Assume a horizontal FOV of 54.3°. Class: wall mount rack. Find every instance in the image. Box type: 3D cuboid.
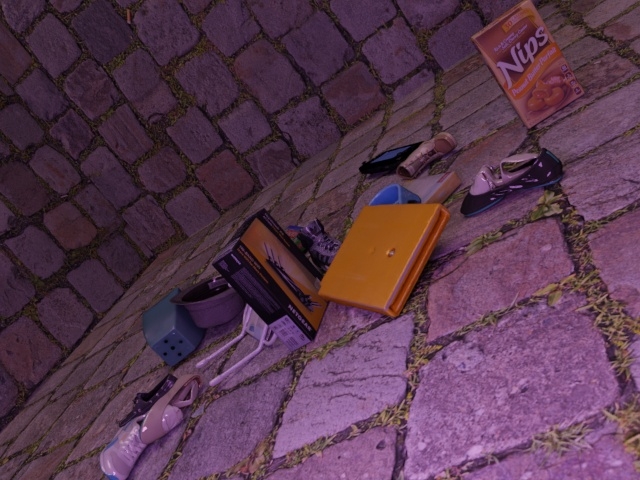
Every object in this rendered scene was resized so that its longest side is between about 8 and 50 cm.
[{"bbox_3d":[-0.233,0.257,1.785,0.350,0.131,0.303,7,79,69],"label":"wall mount rack"}]

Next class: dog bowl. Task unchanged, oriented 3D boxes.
[{"bbox_3d":[0.194,-0.054,1.728,0.166,0.074,0.297,-38,23,26],"label":"dog bowl"}]

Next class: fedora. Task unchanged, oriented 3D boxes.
[{"bbox_3d":[-0.359,0.211,2.106,0.244,0.124,0.275,-5,18,33],"label":"fedora"}]

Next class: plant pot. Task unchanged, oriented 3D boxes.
[{"bbox_3d":[-0.498,0.310,2.127,0.166,0.165,0.234,-38,22,3],"label":"plant pot"}]

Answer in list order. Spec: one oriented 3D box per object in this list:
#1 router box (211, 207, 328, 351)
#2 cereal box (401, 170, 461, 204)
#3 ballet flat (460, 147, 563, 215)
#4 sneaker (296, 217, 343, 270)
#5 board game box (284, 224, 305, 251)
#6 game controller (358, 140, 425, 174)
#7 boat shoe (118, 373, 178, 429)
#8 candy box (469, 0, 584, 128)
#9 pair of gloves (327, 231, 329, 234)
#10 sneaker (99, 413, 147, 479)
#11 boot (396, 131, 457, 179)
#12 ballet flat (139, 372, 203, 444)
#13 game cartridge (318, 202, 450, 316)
[{"bbox_3d":[-0.112,0.096,1.618,0.081,0.308,0.243,-33,16,28],"label":"router box"},{"bbox_3d":[0.288,-0.125,1.870,0.173,0.047,0.240,-45,19,-22],"label":"cereal box"},{"bbox_3d":[0.445,-0.151,1.516,0.281,0.096,0.095,-25,20,38],"label":"ballet flat"},{"bbox_3d":[0.014,0.013,1.870,0.101,0.153,0.269,-43,16,-18],"label":"sneaker"},{"bbox_3d":[-0.140,0.030,2.342,0.213,0.046,0.317,-41,14,-11],"label":"board game box"},{"bbox_3d":[0.278,-0.322,2.430,0.166,0.067,0.319,-43,17,-20],"label":"game controller"},{"bbox_3d":[-0.508,0.472,1.826,0.229,0.076,0.080,-36,15,4],"label":"boat shoe"},{"bbox_3d":[0.596,-0.507,1.804,0.183,0.316,0.087,-34,15,14],"label":"candy box"},{"bbox_3d":[0.000,0.000,2.207,0.074,0.010,0.083,-35,15,7],"label":"pair of gloves"},{"bbox_3d":[-0.495,0.530,1.609,0.092,0.087,0.228,-38,16,11],"label":"sneaker"},{"bbox_3d":[0.359,-0.285,2.127,0.165,0.077,0.213,-42,11,-19],"label":"boot"},{"bbox_3d":[-0.388,0.443,1.665,0.086,0.086,0.248,-28,17,31],"label":"ballet flat"},{"bbox_3d":[0.144,0.038,1.533,0.285,0.053,0.324,-60,25,-13],"label":"game cartridge"}]
